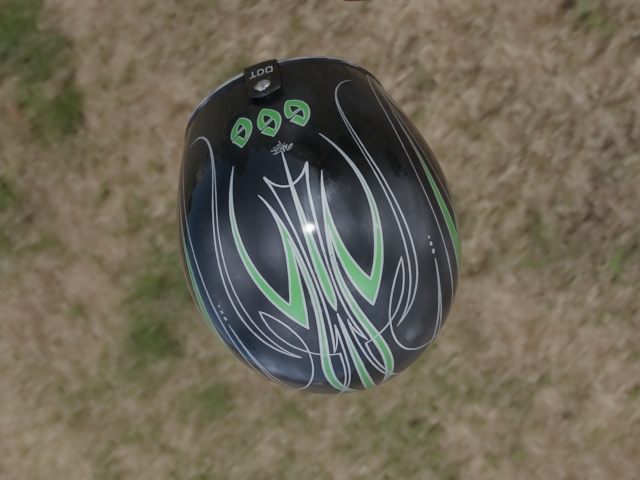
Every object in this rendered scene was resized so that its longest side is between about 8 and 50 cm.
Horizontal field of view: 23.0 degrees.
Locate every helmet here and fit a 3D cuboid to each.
[{"bbox_3d":[0.000,0.000,0.862,0.169,0.169,0.162,119,141,-53],"label":"helmet"}]
